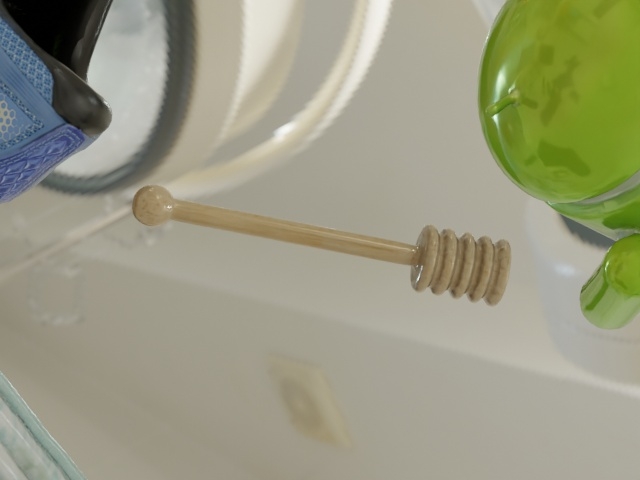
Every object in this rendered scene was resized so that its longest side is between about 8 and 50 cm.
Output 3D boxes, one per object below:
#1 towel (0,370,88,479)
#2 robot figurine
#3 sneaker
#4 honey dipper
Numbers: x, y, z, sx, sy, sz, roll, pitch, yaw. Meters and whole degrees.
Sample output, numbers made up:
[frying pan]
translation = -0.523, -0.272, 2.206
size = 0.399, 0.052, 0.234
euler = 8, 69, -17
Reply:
[towel]
translation = -0.314, 0.148, 0.958
size = 0.374, 0.321, 0.090
euler = 58, 28, -30
[robot figurine]
translation = 0.086, -0.029, 0.387
size = 0.115, 0.101, 0.067
euler = 24, -19, -32
[sneaker]
translation = -0.153, -0.158, 0.769
size = 0.130, 0.147, 0.330
euler = 38, 34, -57
[honey dipper]
translation = 0.000, 0.000, 0.684
size = 0.030, 0.161, 0.030
euler = -170, -90, -81
